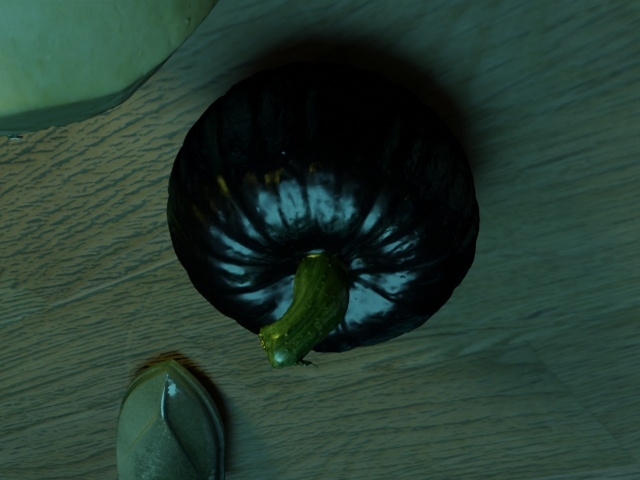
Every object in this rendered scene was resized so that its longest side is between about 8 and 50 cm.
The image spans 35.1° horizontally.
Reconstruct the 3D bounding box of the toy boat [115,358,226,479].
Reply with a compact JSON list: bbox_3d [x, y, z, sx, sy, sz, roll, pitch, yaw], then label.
[{"bbox_3d":[-0.189,0.258,1.288,0.141,0.092,0.319,13,134,6],"label":"toy boat"}]

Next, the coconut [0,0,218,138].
[{"bbox_3d":[-0.197,-0.218,0.555,0.323,0.323,0.323,10,141,8],"label":"coconut"}]

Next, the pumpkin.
[{"bbox_3d":[0.000,0.000,0.778,0.248,0.248,0.248,10,141,8],"label":"pumpkin"}]
